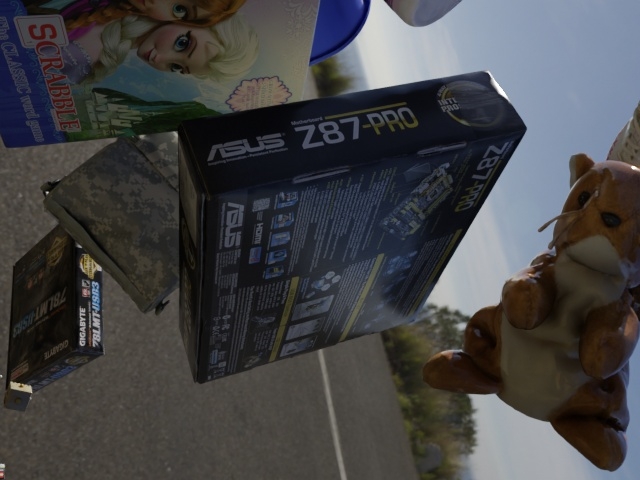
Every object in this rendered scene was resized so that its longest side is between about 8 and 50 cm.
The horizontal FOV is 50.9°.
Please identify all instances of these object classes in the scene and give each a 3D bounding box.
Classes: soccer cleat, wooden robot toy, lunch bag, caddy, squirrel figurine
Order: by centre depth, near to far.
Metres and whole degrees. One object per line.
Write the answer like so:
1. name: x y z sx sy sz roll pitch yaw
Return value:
1. wooden robot toy: -0.468 0.186 0.870 0.079 0.173 0.076 -161 -106 -64
2. squirrel figurine: 0.389 0.063 0.979 0.397 0.281 0.371 -10 119 -53
3. caddy: -0.081 -0.410 1.188 0.179 0.341 0.241 55 14 -63
4. soccer cleat: 0.602 -0.201 1.237 0.116 0.143 0.331 45 -46 30
5. lunch bag: -0.328 -0.041 1.256 0.305 0.212 0.256 49 46 -4

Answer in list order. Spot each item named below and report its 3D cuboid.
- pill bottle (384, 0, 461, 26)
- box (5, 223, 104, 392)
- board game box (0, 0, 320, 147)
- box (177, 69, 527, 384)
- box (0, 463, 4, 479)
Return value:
1. pill bottle: 0.105 -0.491 1.040 0.301 0.169 0.169 52 3 13
2. box: -0.547 0.133 1.381 0.073 0.295 0.293 18 55 -42
3. board game box: -0.158 -0.218 0.608 0.319 0.318 0.066 105 -27 -60
4. box: 0.006 0.007 0.744 0.395 0.318 0.097 105 -33 -55
5. box: -0.602 0.387 1.103 0.137 0.094 0.027 58 18 -66
